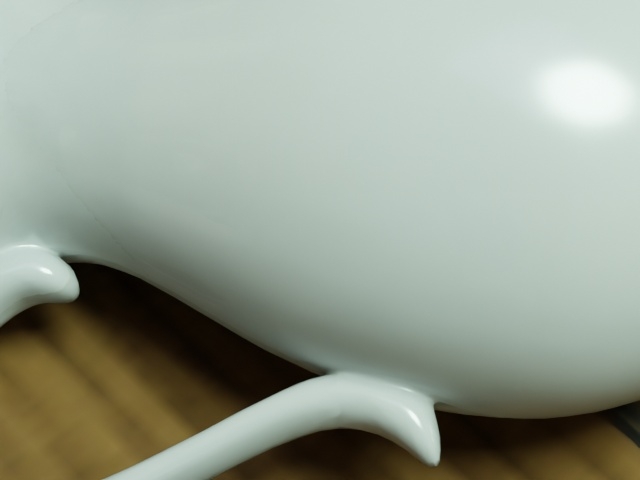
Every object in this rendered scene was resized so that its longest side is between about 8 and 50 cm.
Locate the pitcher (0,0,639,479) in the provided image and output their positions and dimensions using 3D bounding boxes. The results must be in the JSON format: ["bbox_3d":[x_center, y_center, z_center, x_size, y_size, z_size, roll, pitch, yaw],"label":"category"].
[{"bbox_3d":[0.000,0.000,0.390,0.207,0.125,0.178,6,71,14],"label":"pitcher"}]
